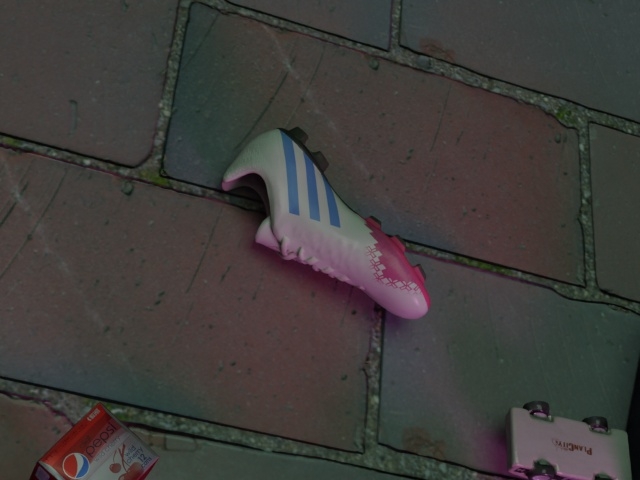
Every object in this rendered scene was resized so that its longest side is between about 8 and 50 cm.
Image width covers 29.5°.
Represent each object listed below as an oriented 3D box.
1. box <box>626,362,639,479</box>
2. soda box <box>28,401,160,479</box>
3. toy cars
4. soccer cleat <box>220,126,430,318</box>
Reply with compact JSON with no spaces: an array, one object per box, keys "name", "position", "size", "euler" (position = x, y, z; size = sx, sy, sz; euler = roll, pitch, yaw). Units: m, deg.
[{"name":"box","position":[0.595,0.281,1.650],"size":[0.312,0.179,0.343],"euler":[27,54,-7]},{"name":"soda box","position":[-0.250,0.266,1.247],"size":[0.083,0.263,0.092],"euler":[41,54,4]},{"name":"toy cars","position":[0.238,0.323,1.537],"size":[0.393,0.087,0.176],"euler":[-29,80,-36]},{"name":"soccer cleat","position":[0.000,0.000,1.618],"size":[0.143,0.116,0.331],"euler":[-38,78,-19]}]
